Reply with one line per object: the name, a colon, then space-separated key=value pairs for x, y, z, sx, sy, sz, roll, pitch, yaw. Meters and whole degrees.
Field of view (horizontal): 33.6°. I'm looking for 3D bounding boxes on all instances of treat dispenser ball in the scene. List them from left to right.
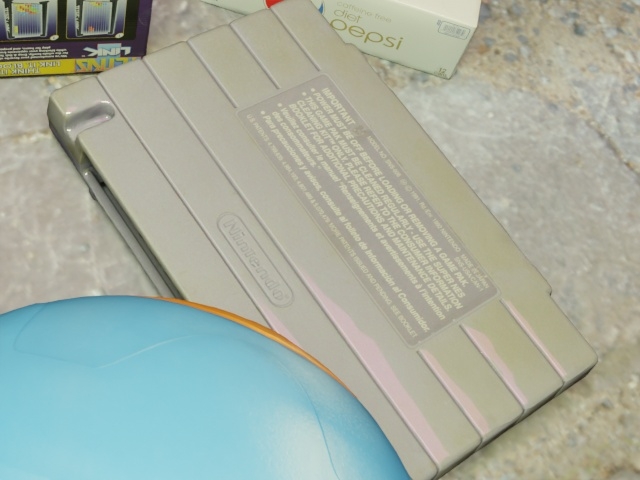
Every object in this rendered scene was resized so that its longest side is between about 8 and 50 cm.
treat dispenser ball: x=-0.090 y=0.167 z=0.473 sx=0.288 sy=0.288 sz=0.288 roll=6 pitch=60 yaw=-11

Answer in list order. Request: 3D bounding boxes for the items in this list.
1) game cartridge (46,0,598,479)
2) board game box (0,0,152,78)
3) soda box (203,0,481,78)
game cartridge: x=0.000 y=0.000 z=0.730 sx=0.230 sy=0.068 sz=0.355 roll=-26 pitch=70 yaw=-30
board game box: x=-0.201 y=-0.171 z=0.724 sx=0.170 sy=0.141 sz=0.048 roll=-5 pitch=65 yaw=-18
soda box: x=0.019 y=-0.206 z=0.845 sx=0.216 sy=0.069 sz=0.074 roll=17 pitch=58 yaw=-5
